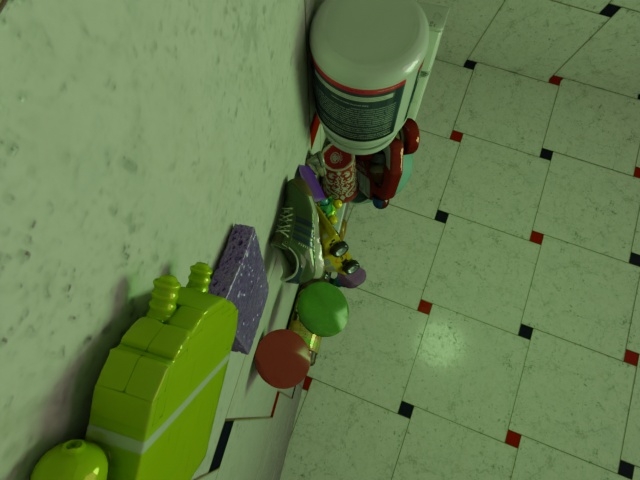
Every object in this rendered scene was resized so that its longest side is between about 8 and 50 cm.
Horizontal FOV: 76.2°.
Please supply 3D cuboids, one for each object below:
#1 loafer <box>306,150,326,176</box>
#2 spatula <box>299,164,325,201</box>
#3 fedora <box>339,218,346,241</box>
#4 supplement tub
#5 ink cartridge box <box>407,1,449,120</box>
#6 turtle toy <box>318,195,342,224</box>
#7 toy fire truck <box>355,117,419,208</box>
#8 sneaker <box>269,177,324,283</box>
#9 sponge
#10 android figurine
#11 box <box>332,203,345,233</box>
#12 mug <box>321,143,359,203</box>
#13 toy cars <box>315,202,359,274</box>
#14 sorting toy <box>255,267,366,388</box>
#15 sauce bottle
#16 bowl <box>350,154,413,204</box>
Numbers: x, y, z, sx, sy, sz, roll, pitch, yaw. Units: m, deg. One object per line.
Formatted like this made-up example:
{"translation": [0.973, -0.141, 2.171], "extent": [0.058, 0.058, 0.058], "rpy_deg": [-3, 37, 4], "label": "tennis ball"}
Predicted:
{"translation": [-0.011, -0.174, 0.941], "extent": [0.125, 0.039, 0.045], "rpy_deg": [71, -1, -84], "label": "loafer"}
{"translation": [-0.016, -0.122, 0.952], "extent": [0.296, 0.030, 0.084], "rpy_deg": [-49, 114, -89], "label": "spatula"}
{"translation": [0.067, -0.039, 1.746], "extent": [0.194, 0.079, 0.194], "rpy_deg": [14, 90, -84], "label": "fedora"}
{"translation": [0.081, -0.294, 0.750], "extent": [0.272, 0.191, 0.191], "rpy_deg": [82, 22, -74], "label": "supplement tub"}
{"translation": [0.279, -0.535, 1.231], "extent": [0.283, 0.117, 0.207], "rpy_deg": [98, 12, -48], "label": "ink cartridge box"}
{"translation": [0.006, -0.068, 1.153], "extent": [0.095, 0.066, 0.130], "rpy_deg": [-22, -131, 68], "label": "turtle toy"}
{"translation": [0.163, -0.235, 1.207], "extent": [0.302, 0.169, 0.253], "rpy_deg": [-123, -155, -57], "label": "toy fire truck"}
{"translation": [-0.051, -0.013, 0.731], "extent": [0.064, 0.086, 0.192], "rpy_deg": [1, -76, 55], "label": "sneaker"}
{"translation": [-0.109, 0.077, 0.564], "extent": [0.210, 0.031, 0.117], "rpy_deg": [91, 13, -62], "label": "sponge"}
{"translation": [-0.137, 0.154, 0.350], "extent": [0.248, 0.056, 0.272], "rpy_deg": [-43, 147, -79], "label": "android figurine"}
{"translation": [0.075, -0.172, 1.594], "extent": [0.063, 0.067, 0.323], "rpy_deg": [35, 68, -84], "label": "box"}
{"translation": [0.042, -0.203, 1.148], "extent": [0.150, 0.113, 0.169], "rpy_deg": [58, -6, 20], "label": "mug"}
{"translation": [0.000, 0.000, 0.929], "extent": [0.176, 0.087, 0.393], "rpy_deg": [57, 2, -10], "label": "toy cars"}
{"translation": [-0.029, 0.190, 0.962], "extent": [0.365, 0.127, 0.126], "rpy_deg": [-46, -178, -34], "label": "sorting toy"}
{"translation": [-0.028, 0.202, 1.256], "extent": [0.111, 0.111, 0.344], "rpy_deg": [91, 12, -65], "label": "sauce bottle"}
{"translation": [0.210, -0.271, 1.444], "extent": [0.311, 0.163, 0.311], "rpy_deg": [-17, -109, 60], "label": "bowl"}
